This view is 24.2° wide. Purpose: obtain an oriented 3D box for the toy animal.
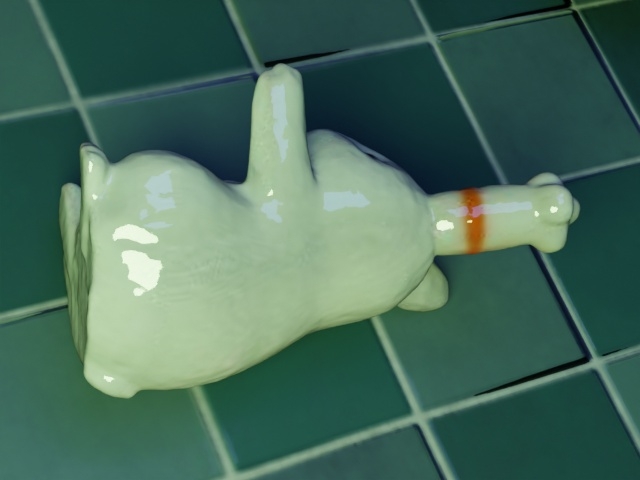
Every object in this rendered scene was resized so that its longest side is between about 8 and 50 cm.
[{"bbox_3d":[-0.012,-0.011,0.824,0.283,0.140,0.138,-17,76,-23],"label":"toy animal"}]
